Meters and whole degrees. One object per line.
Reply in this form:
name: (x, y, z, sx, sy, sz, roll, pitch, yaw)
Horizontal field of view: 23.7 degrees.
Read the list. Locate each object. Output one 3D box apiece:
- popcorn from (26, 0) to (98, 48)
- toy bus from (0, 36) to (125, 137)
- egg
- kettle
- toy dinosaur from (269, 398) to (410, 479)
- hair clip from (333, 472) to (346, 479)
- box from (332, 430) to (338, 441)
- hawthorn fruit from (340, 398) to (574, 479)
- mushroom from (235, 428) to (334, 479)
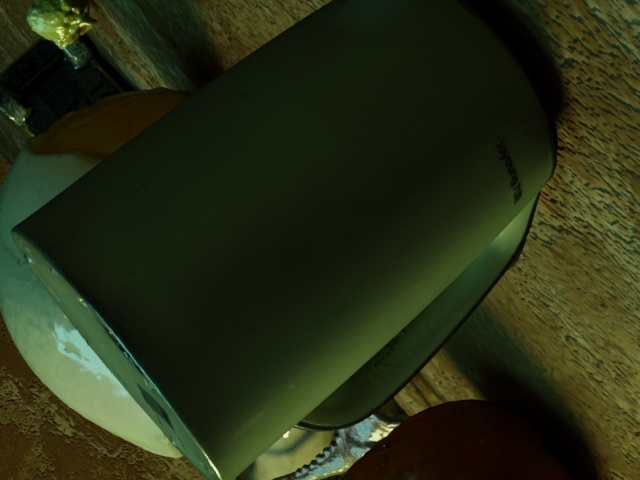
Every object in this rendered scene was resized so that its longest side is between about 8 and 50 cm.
popcorn: (-0.257, -0.232, 1.504, 0.059, 0.068, 0.083, 27, 125, 40)
toy bus: (-0.213, -0.084, 1.666, 0.335, 0.121, 0.123, 44, 174, 18)
egg: (-0.186, 0.020, 1.335, 0.201, 0.337, 0.337, 5, 158, 7)
kettle: (0.000, 0.000, 0.798, 0.165, 0.255, 0.240, 34, 159, 45)
toy dinosaur: (0.033, 0.194, 1.521, 0.200, 0.072, 0.251, 15, 135, 2)
hair clip: (-0.013, 0.242, 1.952, 0.106, 0.084, 0.292, 35, -168, -41)
box: (-0.049, 0.129, 1.776, 0.265, 0.097, 0.168, 50, 168, -4)
hawthorn fruit: (0.085, 0.262, 1.262, 0.211, 0.299, 0.211, 50, -163, -21)
mushroom: (-0.037, 0.156, 1.603, 0.128, 0.128, 0.350, 39, 139, 41)
